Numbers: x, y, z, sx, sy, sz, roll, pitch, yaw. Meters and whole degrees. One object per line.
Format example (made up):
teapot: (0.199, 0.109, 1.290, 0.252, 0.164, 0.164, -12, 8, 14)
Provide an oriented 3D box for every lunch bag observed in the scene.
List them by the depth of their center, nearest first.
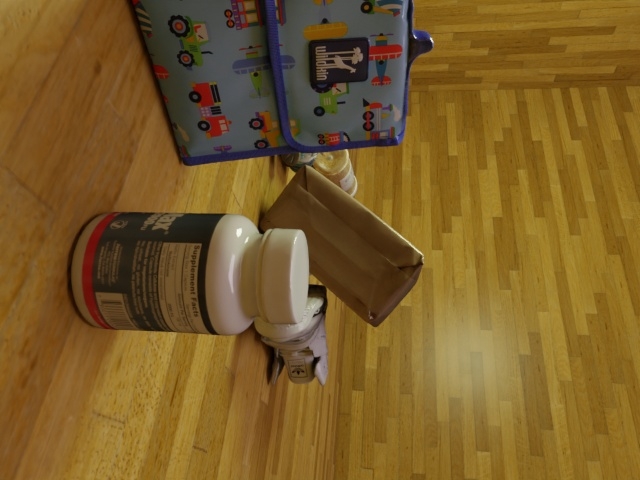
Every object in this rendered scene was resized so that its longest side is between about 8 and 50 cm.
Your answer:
lunch bag: (-0.025, -0.212, 0.524, 0.138, 0.294, 0.220, -79, 167, -48)

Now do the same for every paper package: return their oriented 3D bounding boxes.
paper package: (0.055, 0.028, 1.016, 0.168, 0.309, 0.325, -49, 165, -3)

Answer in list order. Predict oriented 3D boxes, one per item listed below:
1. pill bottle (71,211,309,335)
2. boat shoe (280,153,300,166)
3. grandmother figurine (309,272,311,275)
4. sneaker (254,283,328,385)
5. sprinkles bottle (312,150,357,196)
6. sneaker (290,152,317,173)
pill bottle: (-0.105, 0.029, 0.412, 0.108, 0.180, 0.107, 1, 90, -82)
boat shoe: (-0.078, -0.231, 1.005, 0.049, 0.056, 0.152, 153, -67, -70)
grandmother figurine: (0.000, 0.000, 1.409, 0.207, 0.104, 0.342, 59, 23, -17)
sneaker: (-0.047, 0.206, 0.952, 0.366, 0.138, 0.210, -7, 95, -85)
sprinkles bottle: (0.055, -0.232, 1.621, 0.355, 0.121, 0.121, 48, 44, -77)
sneaker: (-0.040, -0.287, 1.141, 0.122, 0.110, 0.282, 106, -4, -59)
